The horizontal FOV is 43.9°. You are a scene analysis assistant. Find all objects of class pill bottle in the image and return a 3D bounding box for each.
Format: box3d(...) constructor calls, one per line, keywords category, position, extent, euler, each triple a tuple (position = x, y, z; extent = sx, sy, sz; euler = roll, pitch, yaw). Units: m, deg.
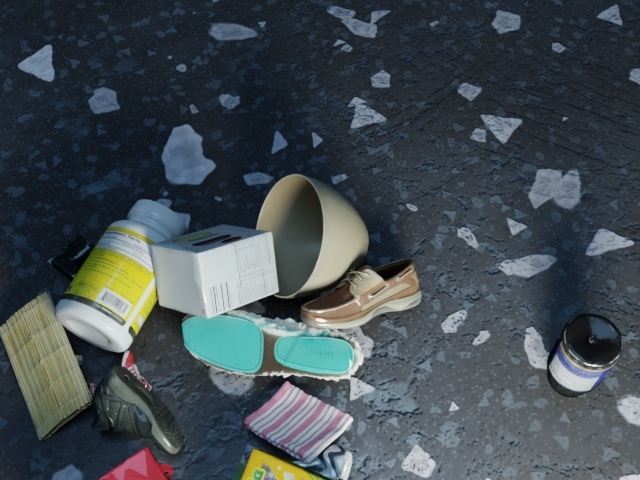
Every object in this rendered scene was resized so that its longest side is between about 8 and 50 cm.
box3d(category="pill bottle", position=(0.551, 0.252, 1.686), extent=(0.123, 0.219, 0.122), euler=(-1, 60, 2))
box3d(category="pill bottle", position=(-0.451, 0.075, 1.849), extent=(0.188, 0.188, 0.334), euler=(20, 61, 13))

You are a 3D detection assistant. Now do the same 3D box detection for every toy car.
box3d(category="toy car", position=(-0.527, 0.304, 1.794), extent=(0.040, 0.060, 0.122), euler=(7, 55, -44))

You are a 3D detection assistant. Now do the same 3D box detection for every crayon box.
box3d(category="crayon box", position=(-0.064, 0.538, 1.528), extent=(0.323, 0.083, 0.203), euler=(15, 76, 27))

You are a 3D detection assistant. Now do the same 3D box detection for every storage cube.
box3d(category="storage cube", position=(-0.354, 0.557, 1.559), extent=(0.215, 0.183, 0.193), euler=(-33, 64, -16))

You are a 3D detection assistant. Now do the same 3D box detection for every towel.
box3d(category="towel", position=(-0.049, 0.383, 1.687), extent=(0.197, 0.029, 0.144), euler=(20, 45, 38))

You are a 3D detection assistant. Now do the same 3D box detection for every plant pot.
box3d(category="plant pot", position=(0.000, 0.000, 1.857), extent=(0.191, 0.284, 0.284), euler=(9, 52, -35))

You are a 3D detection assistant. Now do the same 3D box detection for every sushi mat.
box3d(category="sushi mat", position=(-0.628, 0.278, 1.805), extent=(0.151, 0.019, 0.316), euler=(-37, 62, 7))

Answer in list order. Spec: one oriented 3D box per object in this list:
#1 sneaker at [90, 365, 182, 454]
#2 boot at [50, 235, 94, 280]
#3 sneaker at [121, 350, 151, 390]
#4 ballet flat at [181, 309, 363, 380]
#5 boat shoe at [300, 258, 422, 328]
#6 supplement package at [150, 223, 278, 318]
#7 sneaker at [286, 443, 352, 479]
box3d(category="sneaker", position=(-0.406, 0.393, 1.723), extent=(0.227, 0.087, 0.130), euler=(45, 105, -1))
box3d(category="boot", position=(-0.592, 0.049, 1.954), extent=(0.121, 0.045, 0.099), euler=(34, 63, 21))
box3d(category="sneaker", position=(-0.415, 0.305, 1.794), extent=(0.067, 0.042, 0.118), euler=(-5, 67, 4))
box3d(category="ballet flat", position=(-0.105, 0.237, 1.780), extent=(0.409, 0.147, 0.147), euler=(10, 60, 6))
box3d(category="boat shoe", position=(0.090, 0.112, 1.785), extent=(0.324, 0.116, 0.123), euler=(-15, 20, -36))
box3d(category="supplement package", position=(-0.238, 0.062, 1.785), extent=(0.203, 0.149, 0.194), euler=(-19, 18, -41))
box3d(category="sneaker", position=(-0.042, 0.521, 1.628), extent=(0.153, 0.094, 0.235), euler=(11, 72, 23))
